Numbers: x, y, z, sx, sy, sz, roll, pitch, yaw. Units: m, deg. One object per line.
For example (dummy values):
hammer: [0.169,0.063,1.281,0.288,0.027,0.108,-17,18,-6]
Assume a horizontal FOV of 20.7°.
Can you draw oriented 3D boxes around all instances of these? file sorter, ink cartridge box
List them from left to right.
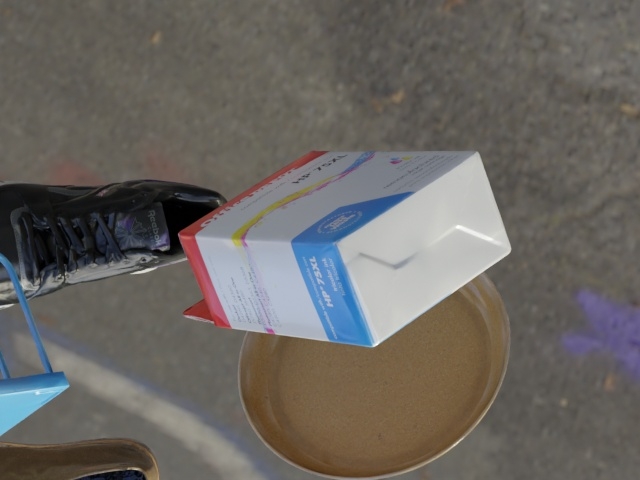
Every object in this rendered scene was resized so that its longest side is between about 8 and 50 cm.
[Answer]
file sorter: [-0.269,0.088,1.113,0.170,0.104,0.118,-35,160,36]
ink cartridge box: [0.000,0.000,1.196,0.231,0.134,0.078,3,120,53]

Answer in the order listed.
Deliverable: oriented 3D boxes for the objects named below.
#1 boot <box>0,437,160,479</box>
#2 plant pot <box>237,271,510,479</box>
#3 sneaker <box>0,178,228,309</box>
boot: [-0.317,0.259,1.776,0.305,0.112,0.115,-11,-179,-4]
plant pot: [0.047,0.102,1.483,0.236,0.236,0.032,6,148,22]
sneaker: [-0.197,-0.011,1.490,0.124,0.283,0.107,-8,94,44]
